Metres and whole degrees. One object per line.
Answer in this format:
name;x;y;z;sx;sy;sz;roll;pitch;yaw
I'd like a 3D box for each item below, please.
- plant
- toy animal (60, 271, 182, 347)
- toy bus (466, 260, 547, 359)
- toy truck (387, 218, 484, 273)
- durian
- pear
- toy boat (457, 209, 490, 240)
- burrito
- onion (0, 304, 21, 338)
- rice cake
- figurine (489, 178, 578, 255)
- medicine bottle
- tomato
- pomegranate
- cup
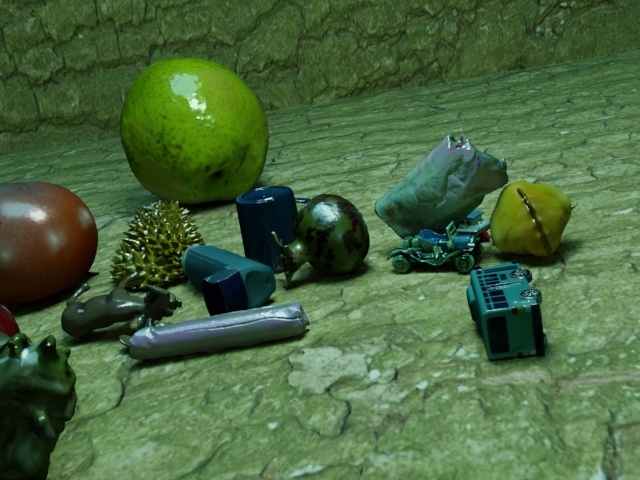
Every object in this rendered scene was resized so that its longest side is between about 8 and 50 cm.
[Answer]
plant;-0.375;0.155;1.036;0.251;0.180;0.333;-52;20;17
toy animal;-0.317;0.116;1.397;0.214;0.093;0.186;-16;13;3
toy bus;0.248;0.091;1.169;0.092;0.079;0.160;-8;19;7
toy truck;0.192;0.008;1.456;0.154;0.078;0.080;-1;18;26
durian;-0.317;0.004;1.663;0.183;0.137;0.249;-5;22;-14
pear;-0.303;-0.254;2.105;0.391;0.390;0.391;-9;18;3
toy boat;0.231;-0.034;1.589;0.173;0.058;0.069;7;24;42
burrito;0.207;-0.081;1.479;0.229;0.144;0.089;-48;6;41
onion;-0.519;0.166;1.161;0.248;0.161;0.248;-26;-11;-5
rice cake;-0.150;0.135;1.283;0.270;0.055;0.049;-8;22;-1
figurine;0.351;-0.042;1.475;0.156;0.131;0.246;-28;4;5
medicine bottle;-0.173;0.062;1.477;0.124;0.079;0.258;-19;20;-26
tomato;-0.553;0.004;1.643;0.256;0.224;0.256;0;22;0
pomegranate;-0.001;-0.005;1.502;0.169;0.148;0.148;-11;18;-9
cup;-0.078;-0.027;1.602;0.150;0.138;0.113;-20;21;-28
